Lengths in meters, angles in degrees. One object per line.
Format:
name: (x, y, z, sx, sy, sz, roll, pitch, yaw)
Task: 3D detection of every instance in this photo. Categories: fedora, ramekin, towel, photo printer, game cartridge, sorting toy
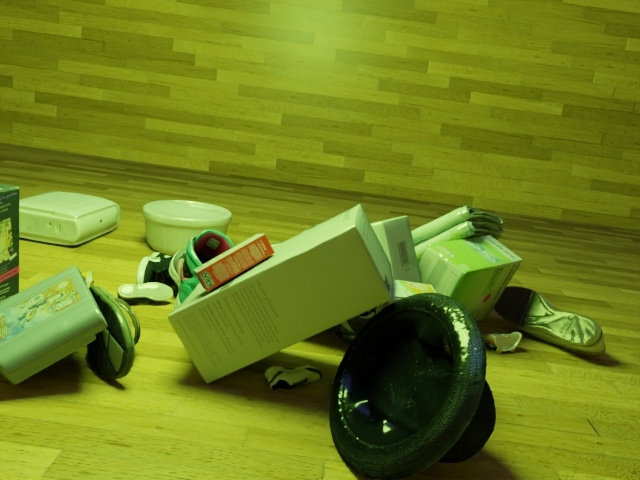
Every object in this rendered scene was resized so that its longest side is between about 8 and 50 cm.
fedora: (0.163, 0.245, 0.957, 0.152, 0.334, 0.334, 38, 2, -23)
ramekin: (-0.417, -0.037, 1.881, 0.273, 0.127, 0.273, 7, 15, -2)
towel: (0.303, 0.019, 1.685, 0.374, 0.090, 0.320, -29, -17, 27)
photo printer: (-0.792, -0.077, 1.875, 0.256, 0.107, 0.307, 9, 14, 5)
game cartridge: (-0.511, 0.145, 1.099, 0.198, 0.062, 0.297, -27, 26, -22)
sorting toy: (0.423, 0.236, 1.440, 0.083, 0.044, 0.075, 0, 9, -26)

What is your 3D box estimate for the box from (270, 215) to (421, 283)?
box: (0.028, 0.063, 1.376, 0.345, 0.168, 0.215, -11, 1, 24)

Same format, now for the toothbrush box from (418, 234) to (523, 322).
toothbrush box: (0.347, 0.111, 1.503, 0.283, 0.206, 0.122, -7, 39, -46)

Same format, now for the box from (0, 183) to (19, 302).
box: (-0.722, 0.018, 1.211, 0.165, 0.270, 0.143, 10, 14, 12)

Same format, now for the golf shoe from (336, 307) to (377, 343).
golf shoe: (0.127, 0.180, 1.394, 0.198, 0.093, 0.077, -4, 17, -42)

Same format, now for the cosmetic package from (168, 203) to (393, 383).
cosmetic package: (-0.063, 0.094, 1.137, 0.385, 0.156, 0.217, -28, 9, 10)

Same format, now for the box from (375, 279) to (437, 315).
box: (0.158, 0.188, 1.150, 0.103, 0.203, 0.114, 7, 14, -4)

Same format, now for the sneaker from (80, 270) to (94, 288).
sneaker: (-0.551, 0.118, 1.347, 0.084, 0.069, 0.185, -6, 12, -18)

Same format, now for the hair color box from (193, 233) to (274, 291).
hair color box: (-0.160, 0.039, 1.111, 0.141, 0.043, 0.072, -30, 9, -14)

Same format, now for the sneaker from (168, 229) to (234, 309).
sneaker: (-0.280, 0.047, 1.419, 0.124, 0.178, 0.295, 21, 18, -26)

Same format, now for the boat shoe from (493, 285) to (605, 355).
boat shoe: (0.576, 0.209, 1.535, 0.302, 0.109, 0.098, 23, -18, 48)

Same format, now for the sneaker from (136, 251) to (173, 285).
sneaker: (-0.388, 0.080, 1.535, 0.121, 0.079, 0.217, 8, 14, -4)

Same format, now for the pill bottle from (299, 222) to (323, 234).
pill bottle: (0.000, 0.000, 1.995, 0.108, 0.108, 0.193, 12, 15, 16)

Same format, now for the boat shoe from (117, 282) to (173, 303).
boat shoe: (-0.413, 0.128, 1.417, 0.125, 0.038, 0.046, 0, 59, -27)

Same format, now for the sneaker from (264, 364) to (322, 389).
sneaker: (-0.048, 0.259, 1.118, 0.109, 0.040, 0.043, 0, 32, -17)

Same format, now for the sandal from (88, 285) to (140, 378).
sandal: (-0.393, 0.162, 1.158, 0.086, 0.120, 0.303, 16, 8, -31)
